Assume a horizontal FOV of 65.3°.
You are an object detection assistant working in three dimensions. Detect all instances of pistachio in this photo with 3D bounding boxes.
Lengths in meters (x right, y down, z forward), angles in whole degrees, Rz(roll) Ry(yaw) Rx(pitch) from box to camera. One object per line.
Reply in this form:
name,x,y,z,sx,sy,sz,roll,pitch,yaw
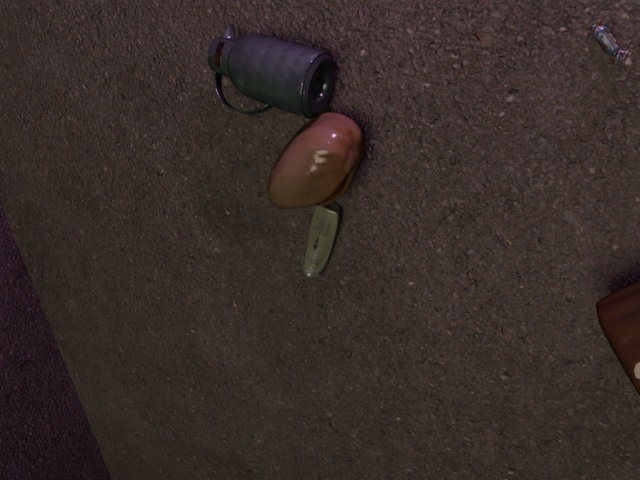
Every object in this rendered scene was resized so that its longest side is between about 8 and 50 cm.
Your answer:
pistachio,-0.019,-0.175,1.140,0.288,0.166,0.197,-28,73,40

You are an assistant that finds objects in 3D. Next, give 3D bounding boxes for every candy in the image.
candy,0.493,-0.342,0.853,0.030,0.020,0.083,-32,94,36

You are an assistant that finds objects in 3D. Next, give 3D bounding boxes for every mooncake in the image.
mooncake,0.640,0.197,0.876,0.290,0.290,0.161,50,124,-1

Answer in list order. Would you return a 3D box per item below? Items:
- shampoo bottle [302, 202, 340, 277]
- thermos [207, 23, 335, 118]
shampoo bottle,0.000,0.000,1.280,0.072,0.049,0.212,23,123,13
thermos,-0.123,-0.363,1.109,0.286,0.145,0.182,22,102,21
